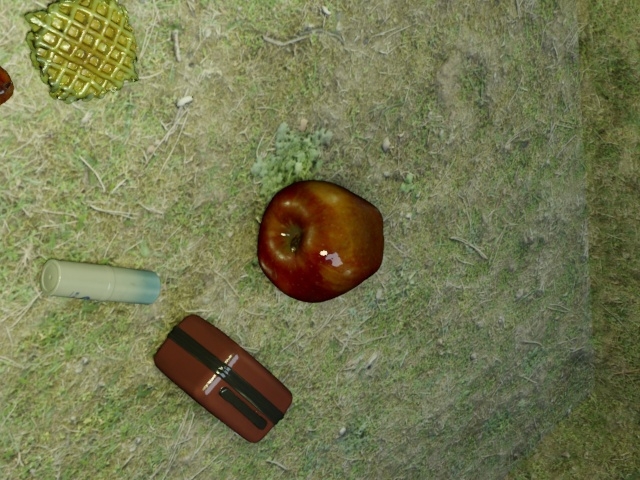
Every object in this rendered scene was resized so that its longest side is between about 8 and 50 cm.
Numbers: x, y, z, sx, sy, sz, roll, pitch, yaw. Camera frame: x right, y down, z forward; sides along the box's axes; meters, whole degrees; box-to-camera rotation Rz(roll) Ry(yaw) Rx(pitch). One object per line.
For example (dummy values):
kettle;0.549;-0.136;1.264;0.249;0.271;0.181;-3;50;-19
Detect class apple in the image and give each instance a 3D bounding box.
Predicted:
apple;0.000;0.000;2.307;0.317;0.288;0.288;-1;111;-55

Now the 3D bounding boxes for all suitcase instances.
suitcase;-0.223;0.323;2.274;0.161;0.236;0.297;-51;136;-12

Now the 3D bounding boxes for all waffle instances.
waffle;-0.444;-0.361;1.847;0.208;0.054;0.214;-26;129;-29

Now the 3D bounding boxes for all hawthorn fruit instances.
hawthorn fruit;-0.581;-0.274;1.728;0.081;0.093;0.081;-20;121;-37

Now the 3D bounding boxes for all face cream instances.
face cream;-0.456;0.089;2.046;0.250;0.077;0.077;9;103;-45
